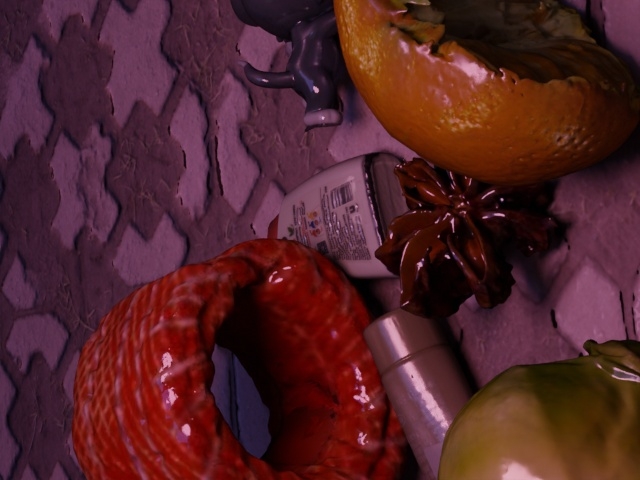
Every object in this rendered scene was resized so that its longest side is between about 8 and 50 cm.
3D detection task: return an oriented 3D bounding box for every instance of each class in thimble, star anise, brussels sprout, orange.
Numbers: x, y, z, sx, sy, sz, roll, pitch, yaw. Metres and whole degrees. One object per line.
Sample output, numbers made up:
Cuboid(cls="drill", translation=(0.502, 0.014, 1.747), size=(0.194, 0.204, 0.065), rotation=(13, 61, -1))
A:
Cuboid(cls="thimble", translation=(-0.091, 0.186, 1.816), size=(0.230, 0.350, 0.350), rotation=(-28, 68, 50))
Cuboid(cls="star anise", translation=(0.159, -0.014, 1.689), size=(0.190, 0.126, 0.220), rotation=(-6, 57, 50))
Cuboid(cls="brussels sprout", translation=(0.239, 0.220, 1.468), size=(0.294, 0.259, 0.227), rotation=(-92, -12, -58))
Cuboid(cls="orange", translation=(0.144, -0.173, 1.577), size=(0.196, 0.262, 0.334), rotation=(-50, 62, 17))

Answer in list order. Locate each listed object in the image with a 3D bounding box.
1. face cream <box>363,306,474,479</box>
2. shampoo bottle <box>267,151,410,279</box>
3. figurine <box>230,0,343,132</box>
Cuboid(cls="face cream", translation=(0.148, 0.234, 1.735), size=(0.137, 0.084, 0.341), rotation=(-40, 68, 45))
Cuboid(cls="shampoo bottle", translation=(0.000, 0.000, 1.917), size=(0.284, 0.071, 0.153), rotation=(-22, 75, 51))
Cuboid(cls="figurine", translation=(-0.034, -0.247, 1.915), size=(0.193, 0.140, 0.265), rotation=(144, 134, -63))
